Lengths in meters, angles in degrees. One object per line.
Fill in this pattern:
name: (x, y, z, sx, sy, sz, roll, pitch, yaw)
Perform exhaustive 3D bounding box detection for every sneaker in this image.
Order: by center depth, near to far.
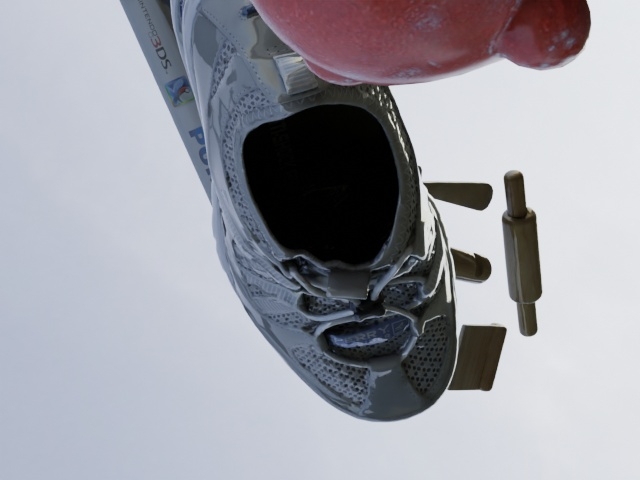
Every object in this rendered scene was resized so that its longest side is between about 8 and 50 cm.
sneaker: (0.000, 0.000, 0.788, 0.115, 0.105, 0.281, -105, -6, -46)

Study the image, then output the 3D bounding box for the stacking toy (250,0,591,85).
stacking toy: (0.131, -0.123, 0.399, 0.279, 0.309, 0.130, -24, -73, -30)

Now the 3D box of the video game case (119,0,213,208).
video game case: (-0.020, -0.098, 1.445, 0.300, 0.036, 0.329, 66, -154, -7)

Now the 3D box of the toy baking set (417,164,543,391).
toy baking set: (0.110, 0.033, 1.473, 0.196, 0.030, 0.256, -29, -53, -35)
